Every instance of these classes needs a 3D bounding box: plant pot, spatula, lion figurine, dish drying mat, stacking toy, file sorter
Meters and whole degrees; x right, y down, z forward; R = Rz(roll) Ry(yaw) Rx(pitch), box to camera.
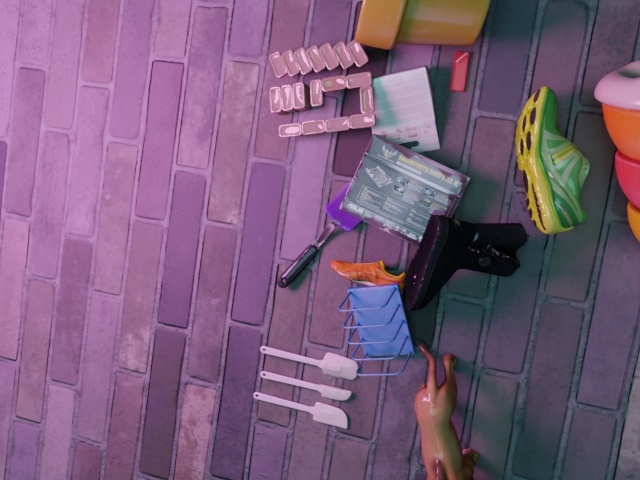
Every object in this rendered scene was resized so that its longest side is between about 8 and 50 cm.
[{"bbox_3d":[0.211,-0.499,1.278,0.238,0.254,0.254,13,97,0],"label":"plant pot"},{"bbox_3d":[0.000,0.000,1.469,0.084,0.030,0.296,43,103,8],"label":"spatula"},{"bbox_3d":[0.252,0.412,1.309,0.142,0.240,0.393,-21,86,17],"label":"lion figurine"},{"bbox_3d":[0.299,-0.362,1.371,0.032,0.008,0.083,9,96,15],"label":"dish drying mat"},{"bbox_3d":[0.680,-0.081,1.170,0.350,0.351,0.480,0,112,17],"label":"stacking toy"},{"bbox_3d":[0.118,0.195,1.376,0.118,0.104,0.170,-7,110,26],"label":"file sorter"},{"bbox_3d":[-0.039,0.335,1.509,0.241,0.019,0.168,11,102,17],"label":"spatula"}]

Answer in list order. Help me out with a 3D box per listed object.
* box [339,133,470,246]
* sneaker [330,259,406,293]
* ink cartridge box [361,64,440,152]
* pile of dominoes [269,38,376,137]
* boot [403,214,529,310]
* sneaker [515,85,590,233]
[{"bbox_3d":[0.181,-0.103,1.386,0.230,0.056,0.183,25,100,8],"label":"box"},{"bbox_3d":[0.108,0.070,1.430,0.175,0.064,0.068,16,94,5],"label":"sneaker"},{"bbox_3d":[0.180,-0.280,1.405,0.145,0.045,0.180,-9,109,16],"label":"ink cartridge box"},{"bbox_3d":[0.005,-0.337,1.428,0.251,0.040,0.196,-2,92,24],"label":"pile of dominoes"},{"bbox_3d":[0.300,0.059,1.331,0.207,0.094,0.247,8,125,-12],"label":"boot"},{"bbox_3d":[0.474,-0.163,1.295,0.123,0.109,0.296,-7,89,-6],"label":"sneaker"}]
